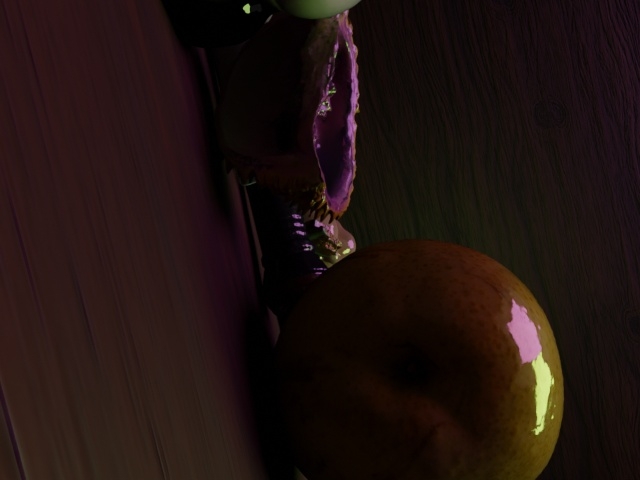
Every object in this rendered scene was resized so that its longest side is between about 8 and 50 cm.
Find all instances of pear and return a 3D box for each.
[{"bbox_3d":[0.095,0.145,0.574,0.314,0.314,0.314,167,-90,-90],"label":"pear"}]

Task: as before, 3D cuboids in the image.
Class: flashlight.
[{"bbox_3d":[-0.055,-0.021,0.721,0.093,0.093,0.232,77,-4,-65],"label":"flashlight"}]

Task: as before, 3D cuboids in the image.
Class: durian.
[{"bbox_3d":[-0.036,-0.143,0.607,0.154,0.186,0.260,78,29,-61],"label":"durian"}]

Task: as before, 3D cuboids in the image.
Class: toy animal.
[{"bbox_3d":[-0.014,-0.001,1.194,0.197,0.171,0.171,65,12,-73],"label":"toy animal"},{"bbox_3d":[-0.048,-0.298,0.526,0.165,0.235,0.187,52,24,-75],"label":"toy animal"}]

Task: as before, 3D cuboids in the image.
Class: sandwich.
[{"bbox_3d":[-0.001,0.001,0.975,0.135,0.067,0.029,55,42,-61],"label":"sandwich"}]

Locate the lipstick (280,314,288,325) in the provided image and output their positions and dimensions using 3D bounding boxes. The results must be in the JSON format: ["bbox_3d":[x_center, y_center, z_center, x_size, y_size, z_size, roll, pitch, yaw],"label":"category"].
[{"bbox_3d":[-0.046,0.031,0.830,0.077,0.077,0.418,-108,-176,-88],"label":"lipstick"}]

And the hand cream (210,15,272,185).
[{"bbox_3d":[-0.086,-0.233,0.729,0.093,0.147,0.306,80,-9,-81],"label":"hand cream"}]
